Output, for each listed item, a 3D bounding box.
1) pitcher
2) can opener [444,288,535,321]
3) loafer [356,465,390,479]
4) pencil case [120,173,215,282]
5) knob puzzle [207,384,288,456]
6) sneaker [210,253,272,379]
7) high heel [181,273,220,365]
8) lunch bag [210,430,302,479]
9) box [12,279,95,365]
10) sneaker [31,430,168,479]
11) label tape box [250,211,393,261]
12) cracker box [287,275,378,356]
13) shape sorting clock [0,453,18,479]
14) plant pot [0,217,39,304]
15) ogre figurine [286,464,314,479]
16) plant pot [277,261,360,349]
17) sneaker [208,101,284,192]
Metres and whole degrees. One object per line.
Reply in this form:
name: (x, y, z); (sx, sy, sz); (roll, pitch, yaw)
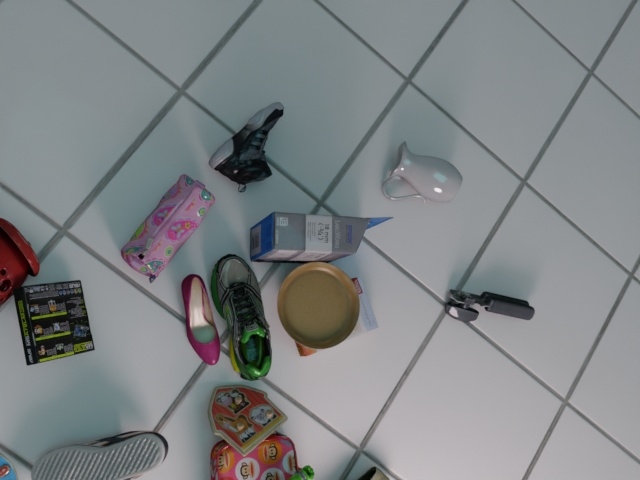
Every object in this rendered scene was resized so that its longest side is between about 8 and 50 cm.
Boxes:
pitcher: (0.301, -0.174, 2.171); (0.207, 0.125, 0.178); (26, 95, -3)
can opener: (0.509, 0.209, 2.214); (0.283, 0.076, 0.095); (13, 110, -17)
loafer: (0.075, 0.700, 1.965); (0.268, 0.102, 0.092); (-24, 89, -30)
pencil case: (-0.397, -0.034, 1.895); (0.124, 0.124, 0.284); (40, 71, -10)
knob puzzle: (-0.205, 0.439, 1.885); (0.213, 0.030, 0.213); (11, 40, -9)
sneaker: (-0.190, 0.198, 1.918); (0.134, 0.146, 0.344); (-16, 87, -21)
high heel: (-0.305, 0.206, 1.891); (0.082, 0.117, 0.244); (-11, 85, -21)
lunch bag: (-0.147, 0.648, 1.878); (0.258, 0.120, 0.293); (-2, 82, -20)
box: (-0.639, 0.193, 1.754); (0.045, 0.190, 0.184); (-12, 87, 24)
sneaker: (-0.525, 0.542, 1.769); (0.321, 0.127, 0.126); (-11, 81, -1)
label tape box: (0.000, 0.000, 1.963); (0.333, 0.240, 0.106); (2, 81, -19)
cracker box: (0.028, 0.211, 2.034); (0.232, 0.067, 0.156); (-19, 88, -20)
shape sorting clock: (-0.813, 0.589, 1.696); (0.206, 0.040, 0.206); (3, 81, -19)
plant pot: (-0.779, 0.052, 1.717); (0.174, 0.191, 0.191); (-41, 96, -28)
ogre figurine: (-0.060, 0.667, 1.805); (0.118, 0.097, 0.197); (6, 92, -35)
plant pot: (-0.008, 0.176, 1.975); (0.236, 0.032, 0.236); (3, 80, -18)
sneaker: (-0.171, -0.253, 2.021); (0.268, 0.101, 0.153); (-45, 98, -14)
